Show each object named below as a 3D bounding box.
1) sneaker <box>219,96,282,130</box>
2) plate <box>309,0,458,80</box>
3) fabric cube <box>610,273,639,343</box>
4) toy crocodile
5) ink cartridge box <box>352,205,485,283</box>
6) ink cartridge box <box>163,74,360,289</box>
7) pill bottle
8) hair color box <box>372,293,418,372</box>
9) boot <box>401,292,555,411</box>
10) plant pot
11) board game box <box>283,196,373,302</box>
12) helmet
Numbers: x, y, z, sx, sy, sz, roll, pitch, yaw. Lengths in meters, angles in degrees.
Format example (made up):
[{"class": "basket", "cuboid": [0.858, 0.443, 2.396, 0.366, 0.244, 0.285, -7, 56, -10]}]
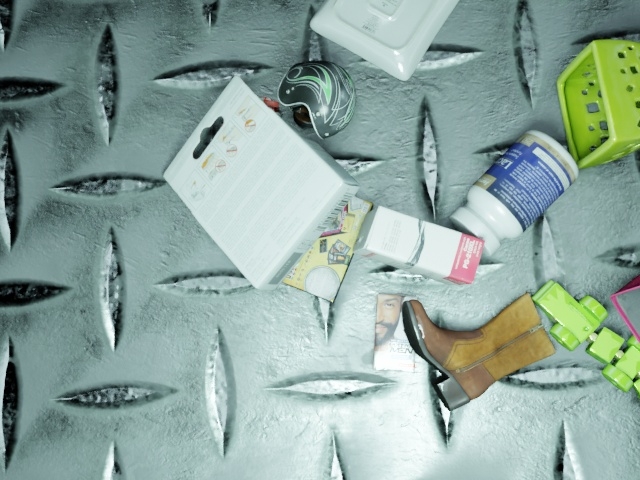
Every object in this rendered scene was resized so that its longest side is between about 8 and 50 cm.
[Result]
[{"class": "sneaker", "cuboid": [-0.097, -0.244, 1.777, 0.270, 0.090, 0.144, 18, 86, 9]}, {"class": "plate", "cuboid": [0.156, -0.557, 1.824, 0.277, 0.045, 0.278, 32, 86, 7]}, {"class": "fabric cube", "cuboid": [0.798, 0.130, 1.530, 0.258, 0.254, 0.259, -29, 85, -26]}, {"class": "toy crocodile", "cuboid": [0.601, 0.220, 1.665, 0.340, 0.105, 0.115, 40, 85, 12]}, {"class": "ink cartridge box", "cuboid": [0.204, 0.014, 1.658, 0.237, 0.172, 0.100, 18, 84, -5]}, {"class": "ink cartridge box", "cuboid": [-0.142, -0.129, 1.720, 0.385, 0.091, 0.308, 47, 109, 24]}, {"class": "pill bottle", "cuboid": [0.417, -0.100, 1.687, 0.265, 0.153, 0.153, -45, 82, -3]}, {"class": "hair color box", "cuboid": [0.166, 0.205, 1.716, 0.093, 0.053, 0.167, 3, 81, 5]}, {"class": "boot", "cuboid": [0.338, 0.189, 1.654, 0.281, 0.096, 0.264, -29, 88, -9]}, {"class": "plant pot", "cuboid": [0.660, -0.296, 1.667, 0.207, 0.227, 0.228, -8, 81, -4]}, {"class": "board game box", "cuboid": [0.000, 0.000, 1.761, 0.165, 0.042, 0.243, 22, 85, 7]}, {"class": "helmet", "cuboid": [0.002, -0.318, 1.745, 0.162, 0.169, 0.169, 21, 84, 24]}]
